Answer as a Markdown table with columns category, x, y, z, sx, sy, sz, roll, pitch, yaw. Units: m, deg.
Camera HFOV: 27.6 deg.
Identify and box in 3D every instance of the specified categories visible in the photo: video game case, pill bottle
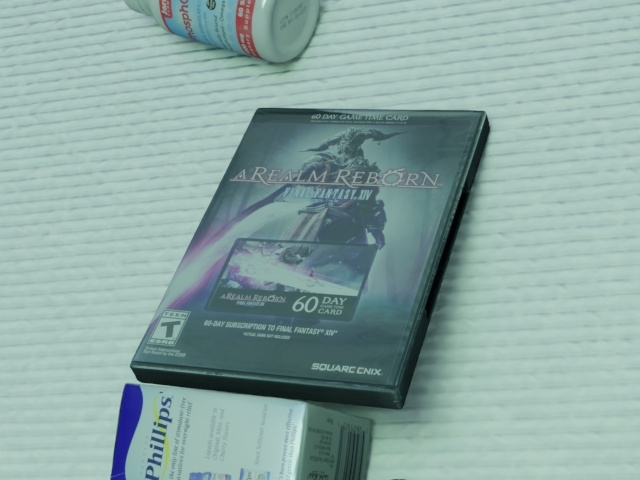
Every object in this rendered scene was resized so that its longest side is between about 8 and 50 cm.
| category | x | y | z | sx | sy | sz | roll | pitch | yaw |
| --- | --- | --- | --- | --- | --- | --- | --- | --- | --- |
| video game case | 0.000 | 0.000 | 0.954 | 0.196 | 0.026 | 0.274 | 3 | 48 | 22 |
| pill bottle | -0.087 | -0.208 | 1.101 | 0.160 | 0.087 | 0.087 | 19 | 74 | 27 |

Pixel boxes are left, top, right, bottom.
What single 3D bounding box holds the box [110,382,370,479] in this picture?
| category | x | y | z | sx | sy | sz | roll | pitch | yaw |
| --- | --- | --- | --- | --- | --- | --- | --- | --- | --- |
| box | -0.052 | 0.144 | 0.896 | 0.137 | 0.126 | 0.072 | 4 | 79 | 23 |

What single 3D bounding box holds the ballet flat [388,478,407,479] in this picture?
| category | x | y | z | sx | sy | sz | roll | pitch | yaw |
| --- | --- | --- | --- | --- | --- | --- | --- | --- | --- |
| ballet flat | 0.043 | 0.276 | 0.841 | 0.084 | 0.058 | 0.249 | -2 | 65 | 20 |
